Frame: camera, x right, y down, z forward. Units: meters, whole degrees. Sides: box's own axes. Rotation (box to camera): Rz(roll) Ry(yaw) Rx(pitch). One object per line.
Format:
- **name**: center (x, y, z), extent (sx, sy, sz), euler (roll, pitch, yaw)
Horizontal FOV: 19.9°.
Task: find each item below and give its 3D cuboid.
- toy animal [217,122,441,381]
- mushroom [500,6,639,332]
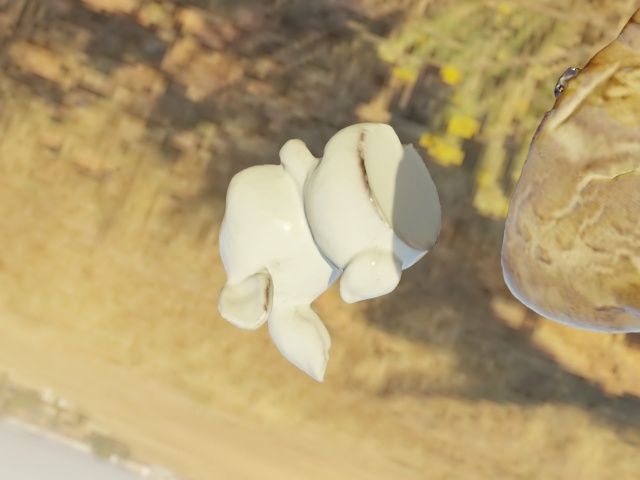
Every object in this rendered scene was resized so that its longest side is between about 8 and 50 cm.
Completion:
- **toy animal**: center (0.003, 0.001, 1.525), extent (0.193, 0.179, 0.127), euler (-33, 138, 25)
- **mushroom**: center (0.227, -0.042, 1.021), extent (0.156, 0.286, 0.151), euler (22, -158, -46)
